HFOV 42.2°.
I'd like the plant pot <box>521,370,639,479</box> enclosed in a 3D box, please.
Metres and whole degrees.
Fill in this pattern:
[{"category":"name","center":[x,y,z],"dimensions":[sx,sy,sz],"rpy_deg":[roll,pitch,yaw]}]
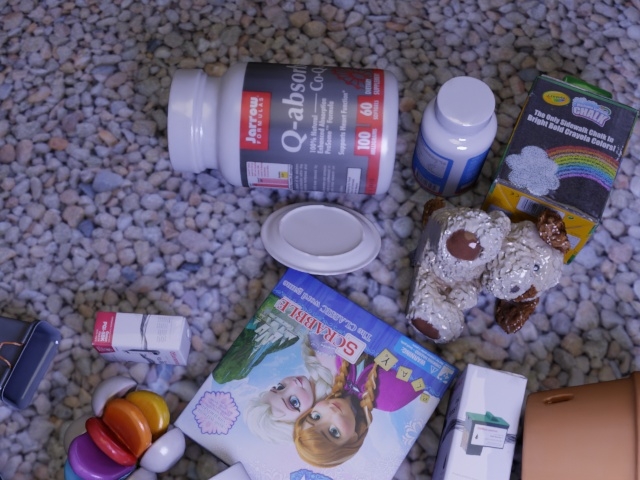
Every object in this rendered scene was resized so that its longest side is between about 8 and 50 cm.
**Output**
[{"category":"plant pot","center":[0.389,0.323,1.159],"dimensions":[0.203,0.291,0.291],"rpy_deg":[1,66,18]}]

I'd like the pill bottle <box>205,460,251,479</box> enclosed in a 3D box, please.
[{"category":"pill bottle","center":[-0.101,0.432,1.145],"dimensions":[0.131,0.131,0.229],"rpy_deg":[-27,80,-12]}]

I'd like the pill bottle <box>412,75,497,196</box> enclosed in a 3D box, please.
[{"category":"pill bottle","center":[0.224,-0.172,1.376],"dimensions":[0.124,0.221,0.124],"rpy_deg":[1,67,-2]}]

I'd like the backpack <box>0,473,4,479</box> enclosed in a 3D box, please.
[{"category":"backpack","center":[-0.567,0.333,1.148],"dimensions":[0.191,0.225,0.253],"rpy_deg":[-45,76,5]}]

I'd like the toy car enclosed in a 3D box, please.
[{"category":"toy car","center":[-0.300,0.299,1.194],"dimensions":[0.159,0.136,0.182],"rpy_deg":[41,105,14]}]

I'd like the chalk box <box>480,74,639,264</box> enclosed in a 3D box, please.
[{"category":"chalk box","center":[0.402,-0.142,1.394],"dimensions":[0.180,0.179,0.289],"rpy_deg":[24,68,9]}]

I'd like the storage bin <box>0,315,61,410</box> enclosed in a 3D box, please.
[{"category":"storage bin","center":[-0.486,0.180,1.287],"dimensions":[0.091,0.098,0.135],"rpy_deg":[14,67,16]}]

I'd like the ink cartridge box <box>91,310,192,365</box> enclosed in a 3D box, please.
[{"category":"ink cartridge box","center":[-0.276,0.154,1.293],"dimensions":[0.135,0.099,0.056],"rpy_deg":[3,67,1]}]

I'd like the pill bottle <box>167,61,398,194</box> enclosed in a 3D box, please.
[{"category":"pill bottle","center":[-0.059,-0.189,1.384],"dimensions":[0.362,0.210,0.210],"rpy_deg":[3,67,0]}]

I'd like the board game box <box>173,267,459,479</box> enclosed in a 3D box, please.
[{"category":"board game box","center":[-0.004,0.247,1.277],"dimensions":[0.318,0.066,0.318],"rpy_deg":[31,70,12]}]

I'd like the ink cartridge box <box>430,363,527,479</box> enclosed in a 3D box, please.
[{"category":"ink cartridge box","center":[0.223,0.308,1.207],"dimensions":[0.092,0.160,0.220],"rpy_deg":[15,67,5]}]

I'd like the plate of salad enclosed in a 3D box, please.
[{"category":"plate of salad","center":[0.000,0.000,1.372],"dimensions":[0.199,0.048,0.200],"rpy_deg":[4,38,-3]}]

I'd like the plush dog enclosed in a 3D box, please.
[{"category":"plush dog","center":[0.271,0.029,1.312],"dimensions":[0.225,0.262,0.211],"rpy_deg":[13,41,-4]}]
